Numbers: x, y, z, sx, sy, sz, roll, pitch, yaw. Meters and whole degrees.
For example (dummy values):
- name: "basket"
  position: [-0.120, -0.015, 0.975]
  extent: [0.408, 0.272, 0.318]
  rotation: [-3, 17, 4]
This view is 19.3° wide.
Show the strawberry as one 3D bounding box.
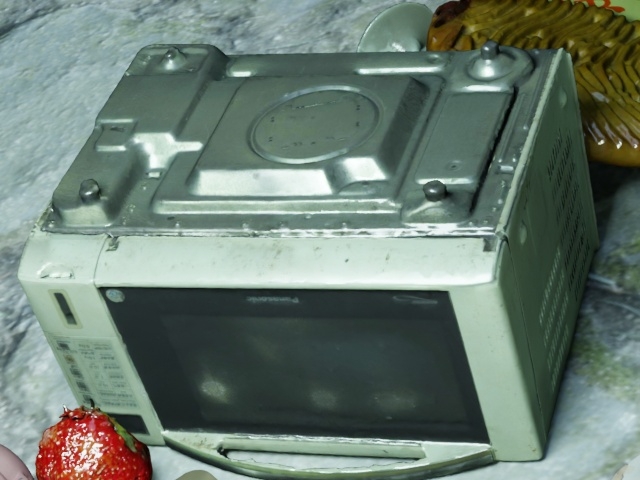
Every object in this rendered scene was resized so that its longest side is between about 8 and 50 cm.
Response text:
- name: "strawberry"
  position: [-0.185, 0.185, 1.505]
  extent: [0.106, 0.106, 0.106]
  rotation: [-9, 36, 7]

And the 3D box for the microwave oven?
- name: "microwave oven"
  position: [0.000, 0.000, 1.555]
  extent: [0.394, 0.247, 0.333]
  rotation: [0, 39, 20]

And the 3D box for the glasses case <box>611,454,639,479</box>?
- name: "glasses case"
  position: [0.291, 0.165, 1.404]
  extent: [0.164, 0.041, 0.063]
  rotation: [-25, 37, -16]

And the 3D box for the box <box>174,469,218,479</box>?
- name: "box"
  position: [-0.117, 0.236, 1.458]
  extent: [0.126, 0.031, 0.091]
  rotation: [-33, 40, -23]

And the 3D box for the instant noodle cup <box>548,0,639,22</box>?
- name: "instant noodle cup"
  position: [0.299, -0.361, 1.922]
  extent: [0.311, 0.221, 0.311]
  rotation: [-15, 45, 16]

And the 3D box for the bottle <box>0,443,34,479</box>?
- name: "bottle"
  position: [-0.318, 0.253, 1.433]
  extent: [0.120, 0.120, 0.253]
  rotation: [13, 42, 33]

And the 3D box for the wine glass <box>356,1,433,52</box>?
- name: "wine glass"
  position: [0.136, -0.141, 1.823]
  extent: [0.103, 0.103, 0.231]
  rotation: [-28, 42, -18]

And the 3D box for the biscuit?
- name: "biscuit"
  position: [0.251, -0.156, 1.753]
  extent: [0.318, 0.040, 0.318]
  rotation: [11, 30, -6]
